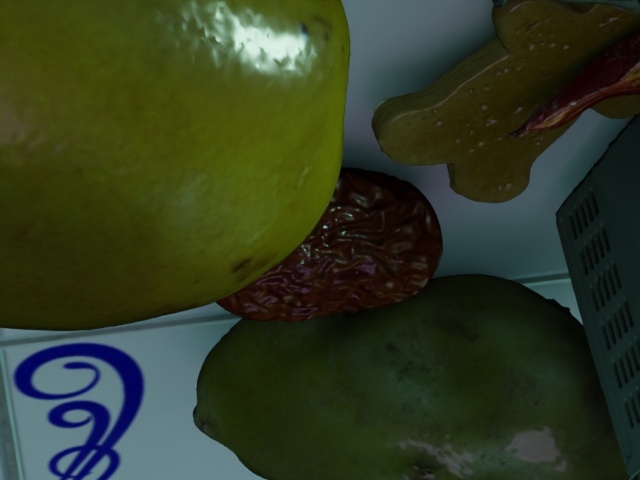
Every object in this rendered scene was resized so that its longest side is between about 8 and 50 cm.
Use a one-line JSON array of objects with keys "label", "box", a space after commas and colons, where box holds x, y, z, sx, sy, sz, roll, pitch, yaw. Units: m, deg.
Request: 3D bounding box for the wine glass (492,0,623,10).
[{"label": "wine glass", "box": [0.184, -0.165, 1.107, 0.155, 0.073, 0.073, 8, 143, -4]}]

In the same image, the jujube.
[{"label": "jujube", "box": [0.000, 0.000, 1.285, 0.176, 0.109, 0.112, -5, -178, -25]}]

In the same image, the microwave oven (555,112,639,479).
[{"label": "microwave oven", "box": [0.380, 0.047, 1.305, 0.355, 0.286, 0.218, 4, 143, -25]}]

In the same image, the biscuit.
[{"label": "biscuit", "box": [0.153, -0.117, 1.212, 0.240, 0.035, 0.158, -38, 139, 21]}]

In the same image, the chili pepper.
[{"label": "chili pepper", "box": [0.200, -0.110, 1.191, 0.178, 0.027, 0.045, -30, 135, 13]}]

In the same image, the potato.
[{"label": "potato", "box": [0.077, 0.128, 1.416, 0.351, 0.203, 0.218, 0, 157, 5]}]

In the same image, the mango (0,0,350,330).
[{"label": "mango", "box": [-0.181, -0.081, 0.967, 0.445, 0.232, 0.300, 4, 148, -36]}]

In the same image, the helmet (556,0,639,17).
[{"label": "helmet", "box": [0.179, -0.223, 0.993, 0.224, 0.130, 0.198, 22, 133, -29]}]
